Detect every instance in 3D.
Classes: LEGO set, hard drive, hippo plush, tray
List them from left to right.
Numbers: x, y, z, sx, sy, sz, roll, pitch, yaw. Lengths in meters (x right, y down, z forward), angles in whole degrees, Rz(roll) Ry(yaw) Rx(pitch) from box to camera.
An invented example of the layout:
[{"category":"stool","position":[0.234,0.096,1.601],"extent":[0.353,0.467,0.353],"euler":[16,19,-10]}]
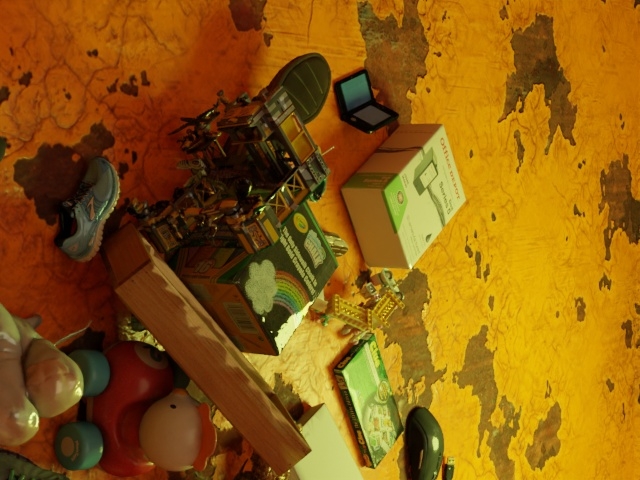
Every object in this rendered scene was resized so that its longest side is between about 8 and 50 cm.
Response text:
[{"category":"hippo plush","position":[-0.432,0.110,1.374],"extent":[0.294,0.234,0.236],"euler":[-48,129,-40]},{"category":"tray","position":[-0.181,0.168,1.677],"extent":[0.076,0.203,0.411],"euler":[-38,115,-4]},{"category":"LEGO set","position":[-0.163,-0.117,1.667],"extent":[0.255,0.331,0.192],"euler":[-44,119,-26]},{"category":"hard drive","position":[0.027,0.485,2.057],"extent":[0.307,0.040,0.203],"euler":[64,27,-4]},{"category":"LEGO set","position":[0.057,0.147,2.178],"extent":[0.287,0.107,0.132],"euler":[-10,66,-48]}]

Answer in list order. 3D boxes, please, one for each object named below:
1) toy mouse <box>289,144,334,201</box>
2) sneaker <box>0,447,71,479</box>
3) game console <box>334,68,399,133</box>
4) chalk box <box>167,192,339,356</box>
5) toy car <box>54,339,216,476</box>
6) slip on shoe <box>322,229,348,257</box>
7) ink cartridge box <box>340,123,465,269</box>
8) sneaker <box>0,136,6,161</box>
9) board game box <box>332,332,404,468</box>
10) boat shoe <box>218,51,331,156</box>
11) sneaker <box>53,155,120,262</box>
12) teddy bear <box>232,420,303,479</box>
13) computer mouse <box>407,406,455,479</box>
[{"category":"toy mouse","position":[-0.034,-0.114,2.063],"extent":[0.161,0.031,0.143],"euler":[0,91,-53]},{"category":"sneaker","position":[-0.406,0.347,1.535],"extent":[0.224,0.098,0.083],"euler":[29,69,-51]},{"category":"game console","position":[0.095,-0.282,2.197],"extent":[0.122,0.107,0.071],"euler":[-33,146,-47]},{"category":"chalk box","position":[-0.104,0.031,1.859],"extent":[0.289,0.179,0.180],"euler":[-56,132,-37]},{"category":"toy car","position":[-0.236,0.263,1.642],"extent":[0.219,0.238,0.210],"euler":[9,85,-54]},{"category":"slip on shoe","position":[0.000,0.000,2.112],"extent":[0.135,0.051,0.041],"euler":[9,45,-45]},{"category":"ink cartridge box","position":[0.179,-0.097,2.280],"extent":[0.273,0.115,0.198],"euler":[-48,128,-41]},{"category":"sneaker","position":[-0.494,-0.105,1.403],"extent":[0.222,0.083,0.118],"euler":[-55,133,-37]},{"category":"board game box","position":[0.104,0.337,2.282],"extent":[0.136,0.030,0.259],"euler":[-42,124,-41]},{"category":"boat shoe","position":[-0.091,-0.222,1.926],"extent":[0.110,0.104,0.307],"euler":[54,52,-28]},{"category":"sneaker","position":[-0.351,-0.052,1.616],"extent":[0.073,0.063,0.162],"euler":[28,70,-47]},{"category":"teddy bear","position":[-0.118,0.455,1.827],"extent":[0.338,0.113,0.245],"euler":[-54,174,-32]},{"category":"computer mouse","position":[0.270,0.505,2.488],"extent":[0.184,0.060,0.262],"euler":[-7,98,-52]}]
